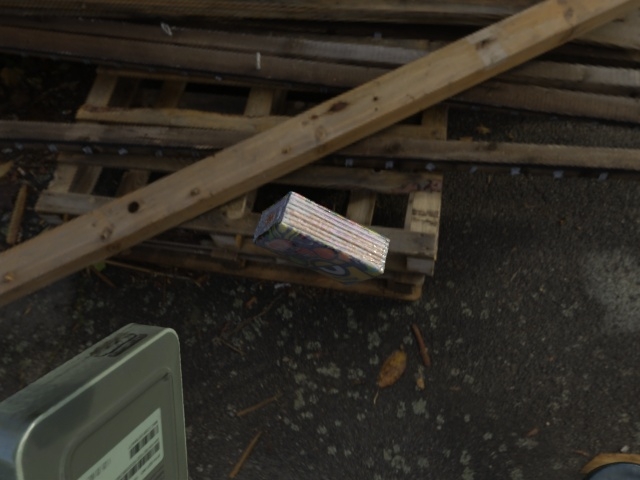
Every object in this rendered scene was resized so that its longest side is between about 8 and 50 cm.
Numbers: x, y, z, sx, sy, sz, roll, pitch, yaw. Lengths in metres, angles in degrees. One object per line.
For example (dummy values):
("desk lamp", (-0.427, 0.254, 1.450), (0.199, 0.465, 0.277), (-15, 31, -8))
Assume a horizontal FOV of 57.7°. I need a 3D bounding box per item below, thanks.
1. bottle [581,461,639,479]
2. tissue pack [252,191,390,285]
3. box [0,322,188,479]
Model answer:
("bottle", (0.413, 0.442, 0.835), (0.144, 0.336, 0.143), (-6, 50, 7))
("tissue pack", (0.000, 0.000, 0.741), (0.148, 0.109, 0.060), (25, 68, -17))
("box", (-0.363, 0.382, 0.975), (0.111, 0.396, 0.396), (5, 107, 19))
